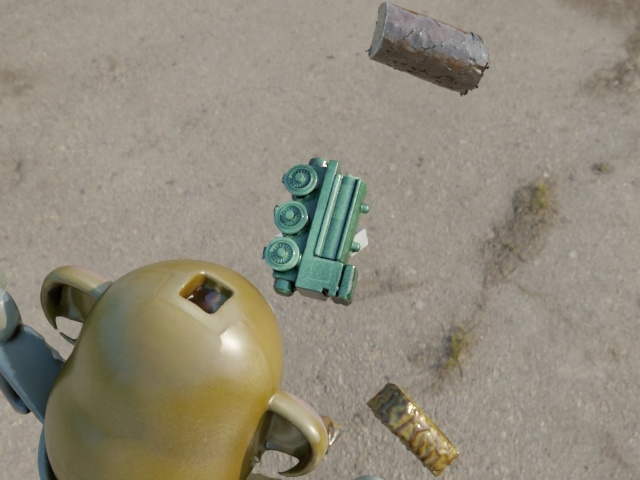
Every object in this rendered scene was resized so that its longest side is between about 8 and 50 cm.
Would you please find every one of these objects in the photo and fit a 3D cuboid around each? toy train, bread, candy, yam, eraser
[{"bbox_3d":[0.001,-0.012,0.777,0.111,0.071,0.170,13,75,10],"label":"toy train"},{"bbox_3d":[0.223,0.456,1.640,0.096,0.181,0.222,-43,100,-7],"label":"bread"},{"bbox_3d":[-0.029,0.556,1.882,0.143,0.271,0.101,1,87,10],"label":"candy"},{"bbox_3d":[0.132,-0.236,0.834,0.141,0.079,0.079,15,46,-14],"label":"yam"},{"bbox_3d":[0.000,0.000,1.623,0.213,0.046,0.092,4,21,31],"label":"eraser"}]

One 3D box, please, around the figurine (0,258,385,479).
[{"bbox_3d":[-0.111,0.131,0.476,0.343,0.284,0.167,12,43,-8],"label":"figurine"}]
